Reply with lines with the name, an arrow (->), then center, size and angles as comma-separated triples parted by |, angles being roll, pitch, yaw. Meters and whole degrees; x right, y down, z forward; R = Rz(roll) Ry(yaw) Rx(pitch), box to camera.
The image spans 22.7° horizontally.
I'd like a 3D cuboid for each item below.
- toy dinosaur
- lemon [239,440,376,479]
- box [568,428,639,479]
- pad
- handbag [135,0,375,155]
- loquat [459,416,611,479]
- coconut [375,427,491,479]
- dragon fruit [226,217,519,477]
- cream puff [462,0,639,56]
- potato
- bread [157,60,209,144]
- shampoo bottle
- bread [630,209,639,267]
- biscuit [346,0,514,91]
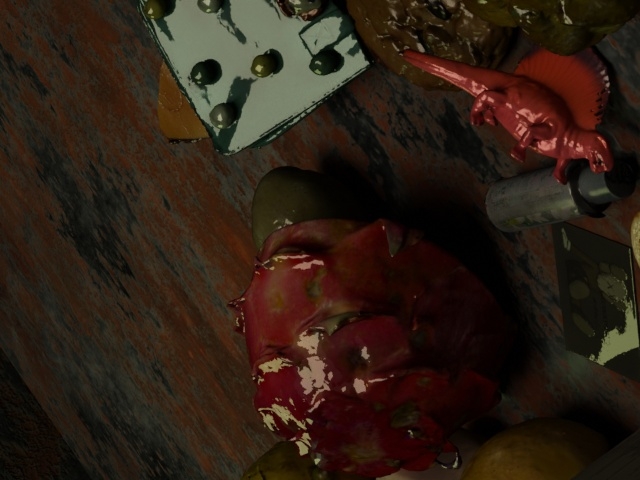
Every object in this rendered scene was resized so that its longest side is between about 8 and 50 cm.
toy dinosaur -> 0.219, -0.177, 1.726 | 0.286, 0.070, 0.139 | 42, 108, 24
lemon -> -0.022, 0.443, 2.519 | 0.260, 0.260, 0.284 | 60, 150, 2
box -> 0.405, 0.260, 1.715 | 0.106, 0.200, 0.299 | 61, 151, -1
pad -> 0.326, 0.072, 1.883 | 0.127, 0.004, 0.190 | 24, 135, 48
handbag -> -0.089, -0.274, 2.037 | 0.274, 0.100, 0.269 | -30, 86, 33
loquat -> 0.267, 0.334, 1.964 | 0.244, 0.244, 0.244 | 39, 144, 36
coconut -> 0.168, 0.378, 2.166 | 0.224, 0.234, 0.224 | 35, 141, 35
dragon fruit -> 0.050, 0.156, 2.035 | 0.370, 0.249, 0.386 | 16, 146, 8
cream puff -> 0.226, -0.302, 1.560 | 0.244, 0.196, 0.244 | 41, 174, 5
potato -> 0.000, 0.000, 2.195 | 0.235, 0.160, 0.178 | 44, -171, 3
bread -> -0.144, -0.183, 2.287 | 0.169, 0.140, 0.160 | 50, 143, 19
shampoo bottle -> 0.270, -0.052, 1.799 | 0.214, 0.072, 0.072 | -14, 103, 60
bread -> 0.395, 0.013, 1.658 | 0.149, 0.073, 0.122 | 39, 150, 38
biscuit -> 0.109, -0.305, 1.830 | 0.296, 0.075, 0.296 | 37, 142, 35
